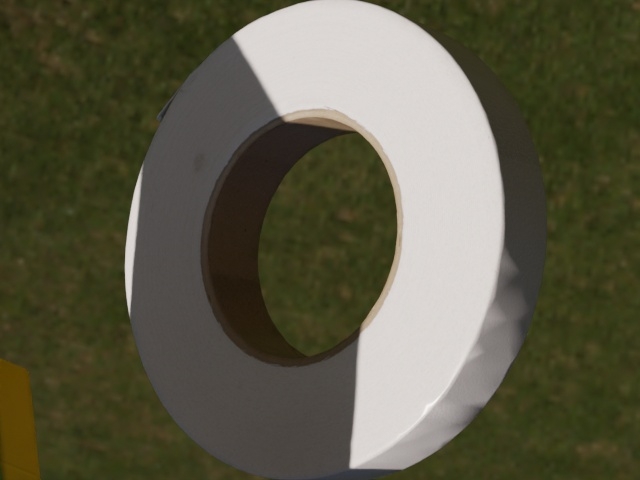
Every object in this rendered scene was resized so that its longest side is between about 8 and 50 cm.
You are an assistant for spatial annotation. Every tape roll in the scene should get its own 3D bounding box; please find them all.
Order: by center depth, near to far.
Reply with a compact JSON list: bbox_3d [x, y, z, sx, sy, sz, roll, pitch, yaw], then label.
[{"bbox_3d":[0.000,0.000,1.323,0.392,0.392,0.072,-8,167,38],"label":"tape roll"}]

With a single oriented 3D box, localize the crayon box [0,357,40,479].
[{"bbox_3d":[-0.337,0.169,1.030,0.106,0.313,0.363,-36,137,23],"label":"crayon box"}]
